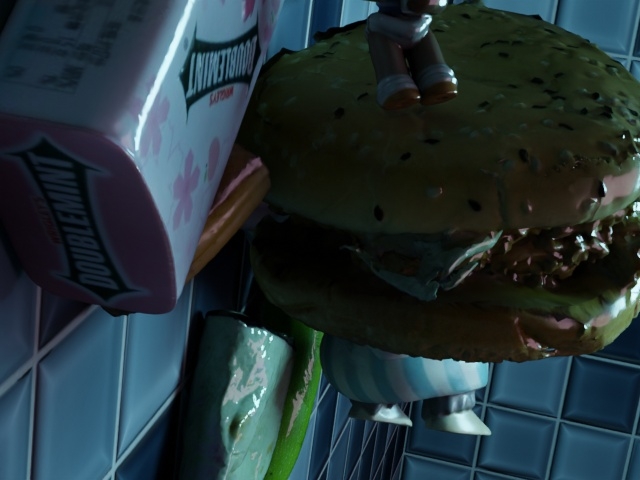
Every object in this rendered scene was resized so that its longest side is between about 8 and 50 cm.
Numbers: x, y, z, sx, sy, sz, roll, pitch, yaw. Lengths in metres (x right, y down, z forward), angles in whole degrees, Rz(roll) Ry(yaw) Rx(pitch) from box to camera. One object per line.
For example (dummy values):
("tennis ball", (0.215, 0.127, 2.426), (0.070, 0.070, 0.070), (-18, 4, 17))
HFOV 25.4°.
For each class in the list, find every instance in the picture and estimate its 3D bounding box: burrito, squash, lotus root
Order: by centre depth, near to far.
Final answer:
("lotus root", (-0.112, -0.026, 0.969), (0.159, 0.095, 0.135), (-21, -145, 56))
("burrito", (-0.086, 0.187, 1.309), (0.144, 0.089, 0.228), (39, 60, -63))
("squash", (-0.042, 0.149, 1.496), (0.082, 0.082, 0.292), (5, 97, -79))

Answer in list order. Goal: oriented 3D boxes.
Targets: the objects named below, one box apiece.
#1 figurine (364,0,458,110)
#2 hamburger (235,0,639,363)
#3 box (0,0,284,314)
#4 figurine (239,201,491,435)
("figurine", (0.049, -0.187, 0.934), (0.093, 0.147, 0.197), (128, -50, -61))
("hamburger", (0.114, -0.041, 1.054), (0.318, 0.277, 0.195), (-25, 128, -37))
("box", (-0.087, -0.158, 0.872), (0.190, 0.112, 0.369), (85, 19, -59))
("figurine", (0.000, 0.000, 1.301), (0.378, 0.266, 0.361), (4, 87, -44))
